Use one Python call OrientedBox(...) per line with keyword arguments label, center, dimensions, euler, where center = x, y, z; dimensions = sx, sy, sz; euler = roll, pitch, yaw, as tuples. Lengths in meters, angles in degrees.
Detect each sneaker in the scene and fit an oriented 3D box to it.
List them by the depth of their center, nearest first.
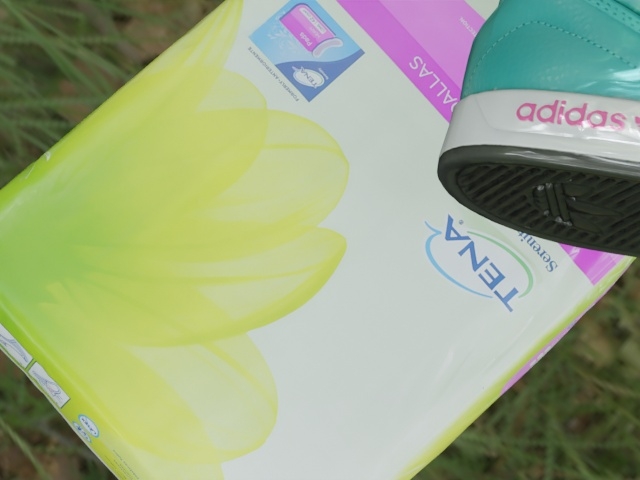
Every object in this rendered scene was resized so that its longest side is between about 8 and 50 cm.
OrientedBox(label="sneaker", center=(0.201, -0.074, 0.611), dimensions=(0.295, 0.124, 0.178), euler=(10, 73, 11))

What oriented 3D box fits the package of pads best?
OrientedBox(label="package of pads", center=(0.000, 0.000, 0.870), dimensions=(0.296, 0.101, 0.229), euler=(-41, 90, -12))
